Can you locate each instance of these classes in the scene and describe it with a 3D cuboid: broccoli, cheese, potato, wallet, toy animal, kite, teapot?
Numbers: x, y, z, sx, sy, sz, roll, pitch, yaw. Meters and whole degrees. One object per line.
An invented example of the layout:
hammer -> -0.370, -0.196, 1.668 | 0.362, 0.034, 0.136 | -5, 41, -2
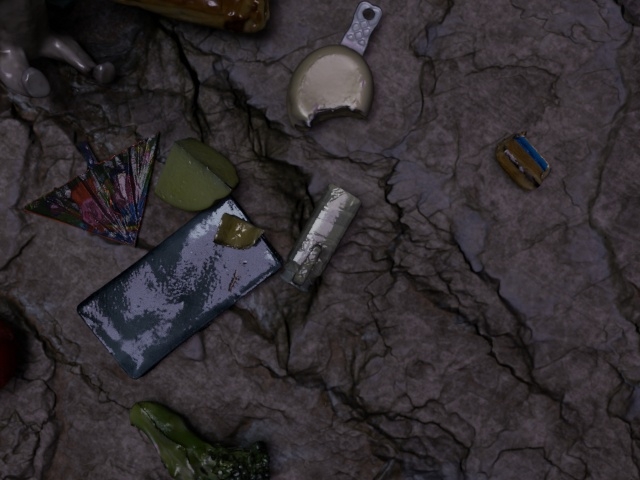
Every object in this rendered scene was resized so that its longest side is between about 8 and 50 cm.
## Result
broccoli -> -0.235, 0.397, 0.849 | 0.304, 0.145, 0.165 | 29, 102, 13
cheese -> 0.023, -0.325, 0.843 | 0.163, 0.071, 0.249 | 6, 91, 2
potato -> -0.227, -0.105, 0.863 | 0.149, 0.081, 0.120 | 39, 118, 8
wallet -> -0.271, 0.089, 0.876 | 0.379, 0.046, 0.191 | -37, 91, 1
cheese -> -0.147, -0.009, 0.831 | 0.084, 0.041, 0.060 | 19, 83, 5
toy animal -> -0.548, -0.423, 0.748 | 0.302, 0.344, 0.194 | 34, 58, 17
kite -> -0.429, -0.086, 0.899 | 0.321, 0.016, 0.234 | -28, 91, 4
teapot -> 0.000, 0.000, 0.830 | 0.077, 0.107, 0.200 | 29, 92, -7

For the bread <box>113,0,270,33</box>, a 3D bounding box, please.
bread -> -0.252, -0.553, 0.785 | 0.369, 0.191, 0.314 | 6, 116, -10

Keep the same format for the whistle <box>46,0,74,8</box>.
whistle -> -0.579, -0.498, 0.889 | 0.186, 0.039, 0.039 | 21, 92, 3

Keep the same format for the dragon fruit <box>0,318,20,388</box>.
dragon fruit -> -0.659, 0.217, 0.840 | 0.172, 0.172, 0.210 | 1, 101, 3

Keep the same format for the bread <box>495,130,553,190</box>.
bread -> 0.371, -0.145, 0.839 | 0.106, 0.053, 0.072 | 47, 69, -1
